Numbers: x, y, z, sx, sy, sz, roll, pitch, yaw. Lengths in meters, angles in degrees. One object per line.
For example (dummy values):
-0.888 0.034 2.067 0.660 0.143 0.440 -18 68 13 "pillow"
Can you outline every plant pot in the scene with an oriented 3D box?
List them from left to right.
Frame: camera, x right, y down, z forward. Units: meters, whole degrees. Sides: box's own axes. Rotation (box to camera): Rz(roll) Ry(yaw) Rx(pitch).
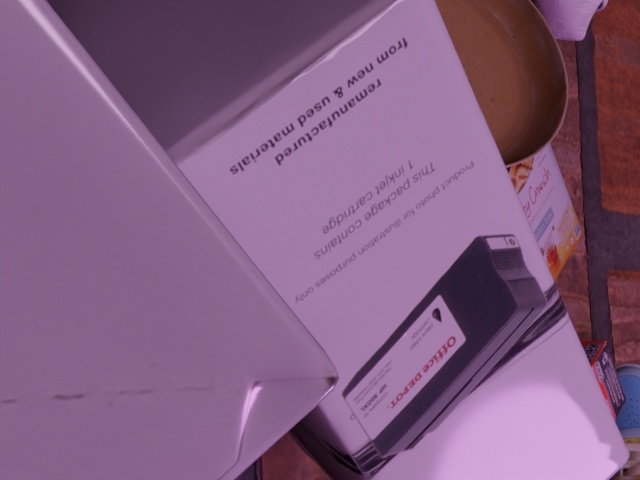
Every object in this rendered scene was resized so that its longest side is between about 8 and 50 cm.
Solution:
0.081 -0.146 0.978 0.236 0.032 0.236 12 56 -19 "plant pot"

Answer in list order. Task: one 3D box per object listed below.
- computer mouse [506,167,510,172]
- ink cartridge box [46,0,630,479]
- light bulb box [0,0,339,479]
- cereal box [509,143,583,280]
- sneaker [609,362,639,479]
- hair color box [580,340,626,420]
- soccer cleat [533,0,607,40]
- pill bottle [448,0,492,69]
0.125 0.022 1.110 0.071 0.041 0.242 -46 159 -62 "computer mouse"
0.000 0.000 0.796 0.166 0.285 0.395 -37 128 -9 "ink cartridge box"
-0.233 -0.063 0.448 0.225 0.361 0.358 -41 124 -7 "light bulb box"
0.188 -0.060 1.298 0.173 0.047 0.240 -50 124 -43 "cereal box"
0.349 0.269 1.335 0.208 0.127 0.319 55 28 -68 "sneaker"
0.216 0.138 1.234 0.043 0.141 0.072 -47 122 -45 "hair color box"
0.316 -0.356 1.471 0.331 0.116 0.143 -54 143 -39 "soccer cleat"
0.084 -0.124 1.085 0.153 0.153 0.265 59 43 -30 "pill bottle"
